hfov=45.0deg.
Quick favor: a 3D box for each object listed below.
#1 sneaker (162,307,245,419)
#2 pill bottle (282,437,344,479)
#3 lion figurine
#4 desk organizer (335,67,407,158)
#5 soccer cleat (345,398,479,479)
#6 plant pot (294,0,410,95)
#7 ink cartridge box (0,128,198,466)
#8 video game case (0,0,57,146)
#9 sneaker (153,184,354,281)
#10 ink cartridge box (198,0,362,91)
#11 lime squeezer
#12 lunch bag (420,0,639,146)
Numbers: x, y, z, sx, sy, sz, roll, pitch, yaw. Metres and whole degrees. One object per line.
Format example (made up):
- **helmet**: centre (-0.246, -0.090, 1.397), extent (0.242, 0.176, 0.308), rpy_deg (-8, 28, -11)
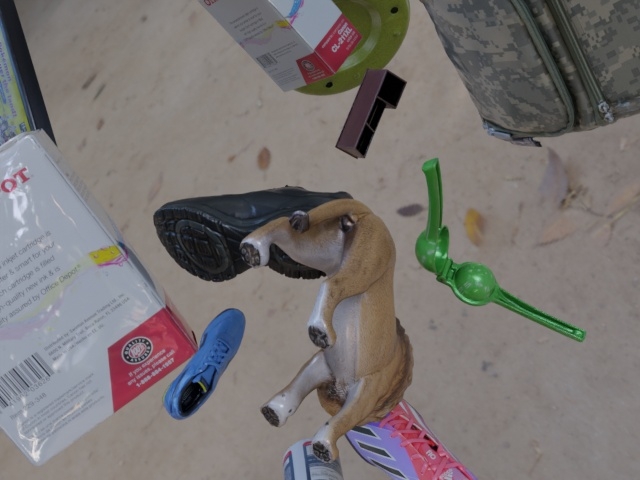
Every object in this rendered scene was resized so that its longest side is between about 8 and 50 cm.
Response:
- **sneaker**: centre (-0.182, 0.208, 1.290), extent (0.209, 0.069, 0.082), rpy_deg (-56, 20, -17)
- **pill bottle**: centre (-0.008, 0.445, 1.356), extent (0.108, 0.108, 0.180), rpy_deg (-43, 24, 15)
- **lion figurine**: centre (0.036, 0.084, 0.883), extent (0.142, 0.392, 0.240), rpy_deg (25, 42, 26)
- **desk organizer**: centre (0.076, -0.187, 1.149), extent (0.050, 0.047, 0.130), rpy_deg (18, 85, 56)
- **soccer cleat**: centre (0.144, 0.307, 1.068), extent (0.108, 0.318, 0.116), rpy_deg (-37, -12, -22)
- **plant pot**: centre (-0.026, -0.437, 1.285), extent (0.366, 0.366, 0.353), rpy_deg (-40, 53, 19)
- **ink cartridge box**: centre (-0.318, 0.059, 0.874), extent (0.226, 0.306, 0.131), rpy_deg (-34, 16, -5)
- **video game case**: centre (-0.523, -0.227, 1.177), extent (0.248, 0.035, 0.275), rpy_deg (-19, 86, 33)
- **sneaker**: centre (-0.082, -0.018, 0.999), extent (0.286, 0.109, 0.130), rpy_deg (5, 32, 23)
- **ink cartridge box**: centre (-0.054, -0.279, 0.957), extent (0.072, 0.175, 0.127), rpy_deg (-55, 26, -20)
- **lime squeezer**: centre (0.179, 0.024, 0.880), extent (0.110, 0.310, 0.059), rpy_deg (-27, 31, 33)
- **lunch bag**: centre (0.251, -0.266, 0.864), extent (0.256, 0.305, 0.213), rpy_deg (-11, 43, 36)
